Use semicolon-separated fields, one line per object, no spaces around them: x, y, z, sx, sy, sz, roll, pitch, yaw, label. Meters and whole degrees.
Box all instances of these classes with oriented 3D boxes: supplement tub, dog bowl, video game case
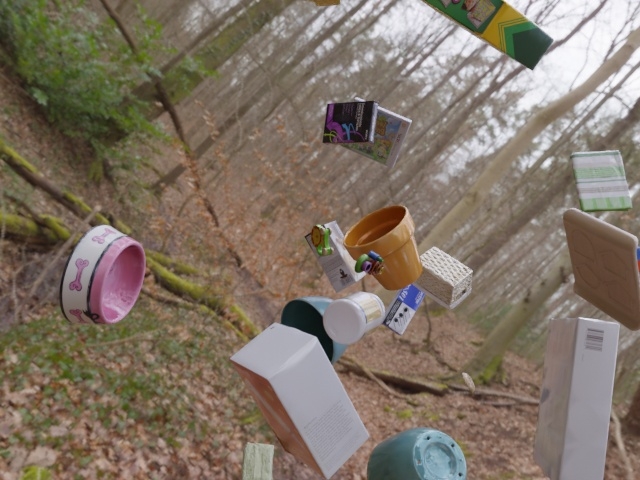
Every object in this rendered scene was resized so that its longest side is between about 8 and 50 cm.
0.113;0.244;1.780;0.144;0.144;0.199;44;23;19;supplement tub
-0.838;0.149;2.188;0.150;0.408;0.408;15;-4;7;dog bowl
0.190;-0.376;1.954;0.212;0.193;0.023;25;40;8;video game case

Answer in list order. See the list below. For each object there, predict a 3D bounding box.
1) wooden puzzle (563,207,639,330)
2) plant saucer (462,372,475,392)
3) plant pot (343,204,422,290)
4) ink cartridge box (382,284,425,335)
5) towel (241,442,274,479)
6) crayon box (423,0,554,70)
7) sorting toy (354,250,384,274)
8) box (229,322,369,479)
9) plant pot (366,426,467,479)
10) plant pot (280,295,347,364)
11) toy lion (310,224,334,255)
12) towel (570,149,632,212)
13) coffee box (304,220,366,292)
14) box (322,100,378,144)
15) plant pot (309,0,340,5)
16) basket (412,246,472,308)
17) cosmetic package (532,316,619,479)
0.963;0.084;1.863;0.322;0.080;0.348;-127;-163;-63;wooden puzzle
0.568;0.540;2.115;0.083;0.015;0.083;50;20;-26;plant saucer
0.197;0.032;1.590;0.188;0.205;0.205;58;-5;-20;plant pot
0.332;0.269;2.236;0.097;0.207;0.046;35;-13;-8;ink cartridge box
-0.217;0.770;1.909;0.027;0.110;0.148;98;-6;-46;towel
0.408;-0.625;1.501;0.313;0.106;0.363;2;39;-47;crayon box
0.130;0.062;1.378;0.042;0.061;0.102;31;13;32;sorting toy
-0.054;0.417;1.469;0.215;0.168;0.345;5;-54;56;box
0.324;0.731;1.763;0.293;0.293;0.235;44;-40;14;plant pot
0.014;0.336;2.144;0.195;0.290;0.290;-18;52;-42;plant pot
0.000;0.000;1.715;0.034;0.100;0.096;-3;-5;-31;toy lion
0.641;-0.135;1.274;0.023;0.113;0.152;70;19;-67;towel
0.059;0.059;2.127;0.247;0.098;0.141;61;21;3;coffee box
0.082;-0.327;1.548;0.162;0.116;0.029;6;-1;37;box
-0.062;-0.861;1.732;0.254;0.238;0.254;-4;90;-86;plant pot
0.376;0.111;1.715;0.167;0.113;0.103;36;-36;32;basket
0.604;0.378;1.333;0.097;0.377;0.284;9;-6;9;cosmetic package
